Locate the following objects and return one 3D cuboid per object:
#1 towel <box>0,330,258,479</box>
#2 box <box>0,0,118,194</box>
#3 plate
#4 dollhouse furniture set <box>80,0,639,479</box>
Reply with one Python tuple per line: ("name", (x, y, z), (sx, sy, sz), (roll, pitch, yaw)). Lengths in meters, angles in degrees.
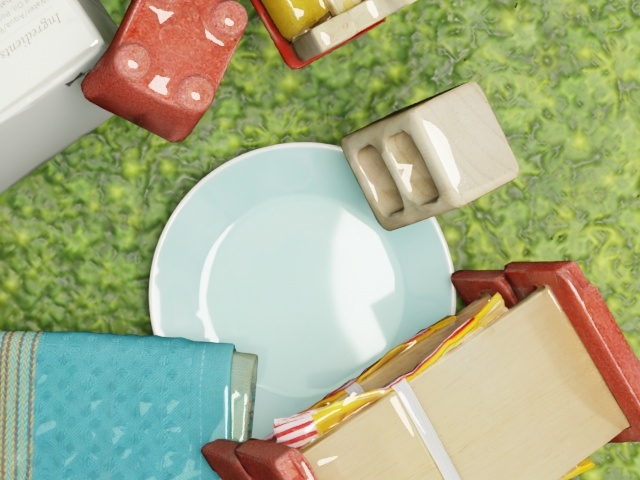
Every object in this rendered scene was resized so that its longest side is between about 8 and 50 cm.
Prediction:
("towel", (-0.223, 0.186, 0.959), (0.370, 0.040, 0.271), (2, 82, 10))
("box", (-0.210, -0.095, 0.915), (0.182, 0.181, 0.119), (-35, 88, 2))
("plate", (-0.011, 0.034, 0.985), (0.188, 0.024, 0.188), (0, 89, 2))
("dollhouse furniture set", (0.000, 0.000, 0.865), (0.201, 0.152, 0.374), (-31, 95, -18))
